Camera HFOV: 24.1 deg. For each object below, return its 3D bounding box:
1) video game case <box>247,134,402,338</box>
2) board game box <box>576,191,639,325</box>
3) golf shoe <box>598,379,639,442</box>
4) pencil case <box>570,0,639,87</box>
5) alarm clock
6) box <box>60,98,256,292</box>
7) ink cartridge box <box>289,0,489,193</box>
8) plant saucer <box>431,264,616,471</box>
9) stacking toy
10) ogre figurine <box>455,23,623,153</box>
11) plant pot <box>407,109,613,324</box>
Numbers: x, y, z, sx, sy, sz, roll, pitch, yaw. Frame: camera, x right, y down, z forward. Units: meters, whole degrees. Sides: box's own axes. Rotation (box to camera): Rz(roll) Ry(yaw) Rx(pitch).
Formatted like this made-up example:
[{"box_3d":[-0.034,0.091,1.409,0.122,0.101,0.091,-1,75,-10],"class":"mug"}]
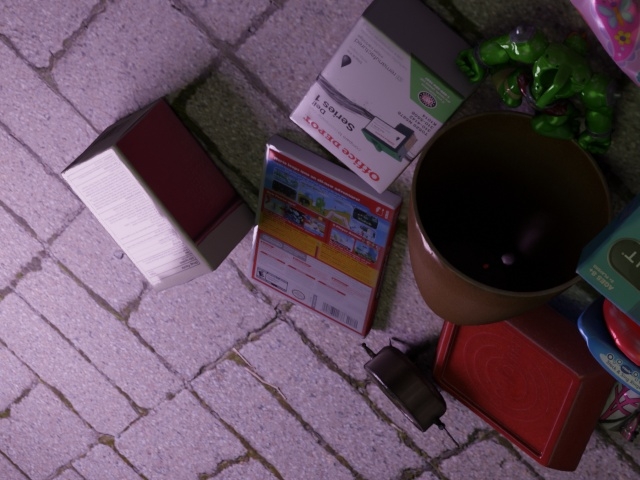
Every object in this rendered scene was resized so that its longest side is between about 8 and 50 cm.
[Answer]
[{"box_3d":[0.000,0.000,2.107,0.204,0.025,0.285,27,139,15],"class":"video game case"},{"box_3d":[0.478,-0.010,1.580,0.254,0.079,0.336,40,115,-1],"class":"board game box"},{"box_3d":[0.396,0.188,1.943,0.086,0.067,0.186,28,140,16],"class":"golf shoe"},{"box_3d":[0.321,-0.260,1.537,0.284,0.124,0.124,49,140,-13],"class":"pencil case"},{"box_3d":[0.137,0.222,2.137,0.192,0.064,0.129,49,175,25],"class":"alarm clock"},{"box_3d":[-0.230,-0.062,2.146,0.149,0.127,0.232,-20,113,46],"class":"box"},{"box_3d":[0.082,-0.181,1.819,0.160,0.092,0.219,40,140,0],"class":"ink cartridge box"},{"box_3d":[0.258,0.175,2.013,0.259,0.048,0.258,38,143,23],"class":"plant saucer"},{"box_3d":[0.448,0.035,1.721,0.175,0.166,0.301,39,127,15],"class":"stacking toy"},{"box_3d":[0.260,-0.176,1.687,0.197,0.097,0.118,50,152,5],"class":"ogre figurine"},{"box_3d":[0.202,0.003,1.825,0.237,0.237,0.254,34,156,6],"class":"plant pot"}]
